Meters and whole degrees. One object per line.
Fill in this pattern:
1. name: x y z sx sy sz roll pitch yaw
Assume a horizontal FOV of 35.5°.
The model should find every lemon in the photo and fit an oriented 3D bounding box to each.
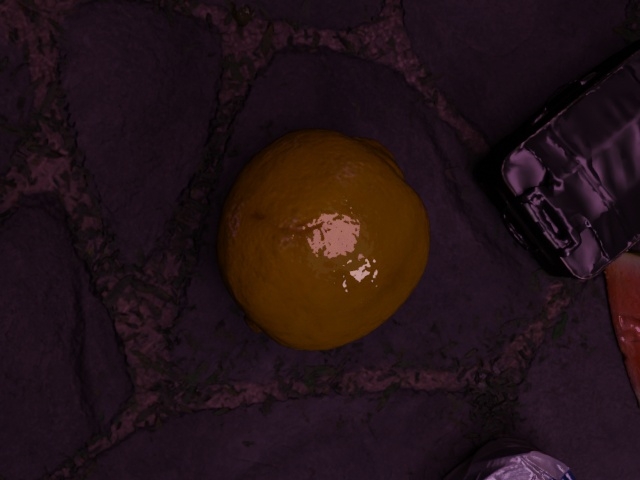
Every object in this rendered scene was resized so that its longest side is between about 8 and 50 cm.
1. lemon: 0.000 0.000 1.523 0.348 0.348 0.347 0 90 -11

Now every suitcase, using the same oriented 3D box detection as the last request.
1. suitcase: 0.481 -0.144 1.674 0.434 0.194 0.283 -39 97 -8

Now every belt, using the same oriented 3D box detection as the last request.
1. belt: 0.282 0.498 1.683 0.212 0.117 0.347 39 85 -9

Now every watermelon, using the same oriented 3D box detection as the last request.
1. watermelon: 0.619 0.137 1.765 0.128 0.159 0.303 -21 97 -48
